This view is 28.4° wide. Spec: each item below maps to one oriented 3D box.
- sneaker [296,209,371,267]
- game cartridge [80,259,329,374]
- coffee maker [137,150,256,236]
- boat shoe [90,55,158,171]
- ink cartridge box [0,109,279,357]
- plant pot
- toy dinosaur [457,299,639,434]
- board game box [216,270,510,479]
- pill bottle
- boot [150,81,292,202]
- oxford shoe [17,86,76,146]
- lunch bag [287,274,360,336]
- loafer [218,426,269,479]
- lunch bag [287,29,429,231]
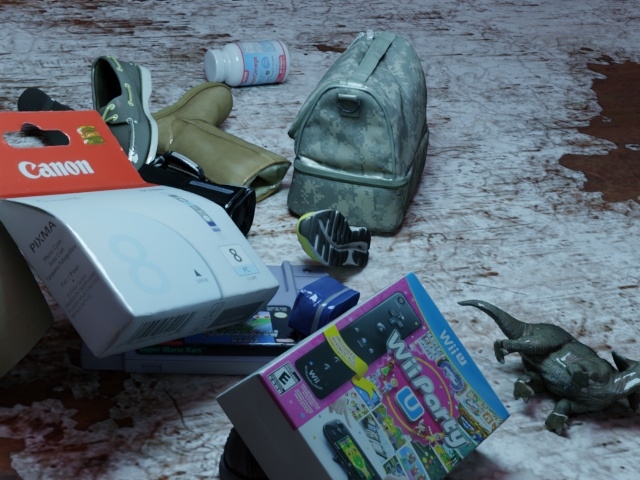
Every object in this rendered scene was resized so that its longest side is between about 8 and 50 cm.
[{"bbox_3d":[0.000,0.000,1.910,0.094,0.081,0.208,9,-8,24],"label":"sneaker"},{"bbox_3d":[-0.151,0.102,1.756,0.355,0.068,0.230,2,25,-10],"label":"game cartridge"},{"bbox_3d":[-0.210,-0.038,1.956,0.178,0.120,0.171,17,56,19],"label":"coffee maker"},{"bbox_3d":[-0.340,-0.203,2.146,0.091,0.109,0.305,22,36,-30],"label":"boat shoe"},{"bbox_3d":[-0.262,-0.045,1.604,0.385,0.091,0.308,53,28,15],"label":"ink cartridge box"},{"bbox_3d":[-0.472,0.047,1.559,0.274,0.256,0.256,48,28,-13],"label":"plant pot"},{"bbox_3d":[0.324,0.170,1.717,0.314,0.121,0.160,20,19,30],"label":"toy dinosaur"},{"bbox_3d":[0.059,0.197,1.486,0.303,0.097,0.224,-30,85,-48],"label":"board game box"},{"bbox_3d":[-0.148,-0.355,2.539,0.160,0.087,0.087,-10,33,-27],"label":"pill bottle"},{"bbox_3d":[-0.158,-0.170,2.215,0.270,0.089,0.236,26,47,32],"label":"boot"},{"bbox_3d":[-0.440,-0.194,2.212,0.212,0.076,0.076,42,3,31],"label":"oxford shoe"},{"bbox_3d":[0.011,0.094,1.692,0.065,0.067,0.098,29,29,22],"label":"lunch bag"},{"bbox_3d":[0.007,0.214,1.551,0.303,0.095,0.109,-21,40,-40],"label":"loafer"},{"bbox_3d":[0.073,-0.195,2.131,0.213,0.256,0.305,13,29,10],"label":"lunch bag"}]
